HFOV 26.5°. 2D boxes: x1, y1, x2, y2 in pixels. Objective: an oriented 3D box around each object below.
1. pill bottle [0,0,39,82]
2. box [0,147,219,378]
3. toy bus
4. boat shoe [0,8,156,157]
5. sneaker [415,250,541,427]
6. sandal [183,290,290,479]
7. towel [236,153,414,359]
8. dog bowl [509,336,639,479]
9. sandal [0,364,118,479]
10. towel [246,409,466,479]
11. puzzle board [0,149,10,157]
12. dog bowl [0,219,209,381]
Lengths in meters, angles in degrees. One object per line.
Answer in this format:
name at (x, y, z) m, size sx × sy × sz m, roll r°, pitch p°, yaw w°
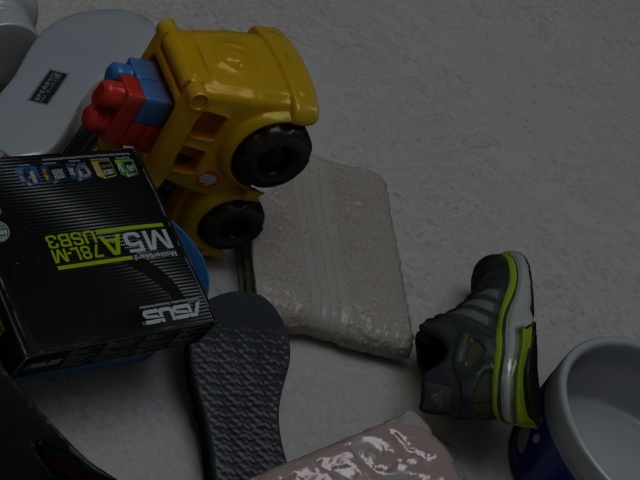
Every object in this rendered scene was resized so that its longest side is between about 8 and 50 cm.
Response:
pill bottle at (-0.359, -0.257, 1.419) m, size 0.108 × 0.108 × 0.193 m, roll 0°, pitch 46°, yaw -37°
box at (-0.202, 0.013, 1.128) m, size 0.190 × 0.045 × 0.184 m, roll -7°, pitch 60°, yaw -42°
toy bus at (-0.139, -0.098, 1.294) m, size 0.211 × 0.220 × 0.149 m, roll 3°, pitch 45°, yaw -36°
boat shoe at (-0.250, -0.126, 1.350) m, size 0.108 × 0.102 × 0.301 m, roll 15°, pitch 41°, yaw 7°
sneaker at (0.158, 0.091, 1.385) m, size 0.121 × 0.111 × 0.300 m, roll -2°, pitch 19°, yaw 7°
sandal at (-0.077, 0.154, 1.203) m, size 0.097 × 0.054 × 0.255 m, roll 10°, pitch 50°, yaw -17°
towel at (0.000, 0.000, 1.436) m, size 0.187 × 0.049 × 0.282 m, roll 15°, pitch 39°, yaw -22°
dog bowl at (0.327, 0.228, 1.361) m, size 0.264 × 0.104 × 0.265 m, roll 20°, pitch 37°, yaw -16°
sandal at (-0.182, 0.217, 0.945) m, size 0.445 × 0.107 × 0.167 m, roll 35°, pitch 70°, yaw 13°
towel at (0.045, 0.310, 1.048) m, size 0.317 × 0.053 × 0.332 m, roll -16°, pitch 59°, yaw -34°
puzzle board at (-0.279, -0.047, 1.166) m, size 0.128 × 0.011 × 0.096 m, roll 35°, pitch 31°, yaw -12°
dog bowl at (-0.240, 0.043, 1.184) m, size 0.297 × 0.074 × 0.166 m, roll -6°, pitch 50°, yaw -40°
